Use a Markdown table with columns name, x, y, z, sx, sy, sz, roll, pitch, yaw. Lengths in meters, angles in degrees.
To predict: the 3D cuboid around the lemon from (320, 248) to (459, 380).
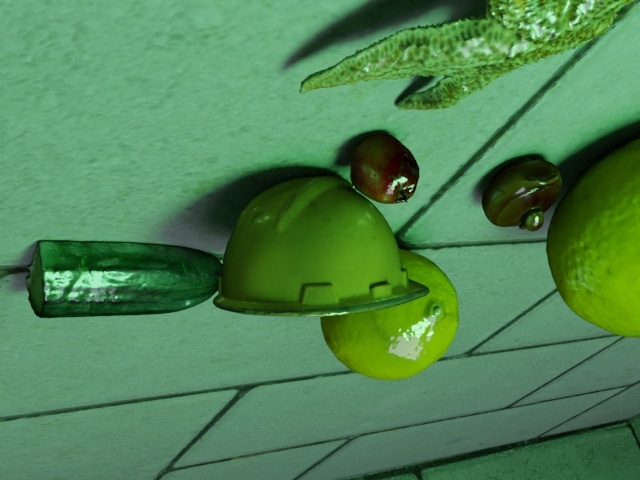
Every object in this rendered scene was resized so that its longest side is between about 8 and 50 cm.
| name | x | y | z | sx | sy | sz | roll | pitch | yaw |
| --- | --- | --- | --- | --- | --- | --- | --- | --- | --- |
| lemon | 0.093 | 0.097 | 1.196 | 0.178 | 0.178 | 0.203 | -3 | 177 | -31 |

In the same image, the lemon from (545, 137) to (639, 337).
| name | x | y | z | sx | sy | sz | roll | pitch | yaw |
| --- | --- | --- | --- | --- | --- | --- | --- | --- | --- |
| lemon | 0.426 | -0.006 | 1.135 | 0.284 | 0.260 | 0.260 | -27 | 155 | 21 |

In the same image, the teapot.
| name | x | y | z | sx | sy | sz | roll | pitch | yaw |
| --- | --- | --- | --- | --- | --- | --- | --- | --- | --- |
| teapot | 0.255 | -0.051 | 1.118 | 0.098 | 0.078 | 0.129 | -11 | 155 | -16 |

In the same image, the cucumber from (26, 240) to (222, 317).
| name | x | y | z | sx | sy | sz | roll | pitch | yaw |
| --- | --- | --- | --- | --- | --- | --- | --- | --- | --- |
| cucumber | -0.214 | 0.052 | 1.037 | 0.244 | 0.063 | 0.115 | -2 | 152 | -36 |

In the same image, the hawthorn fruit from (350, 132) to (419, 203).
| name | x | y | z | sx | sy | sz | roll | pitch | yaw |
| --- | --- | --- | --- | --- | --- | --- | --- | --- | --- |
| hawthorn fruit | 0.069 | -0.074 | 0.947 | 0.077 | 0.077 | 0.077 | -15 | 156 | -7 |

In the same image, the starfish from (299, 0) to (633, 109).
| name | x | y | z | sx | sy | sz | roll | pitch | yaw |
| --- | --- | --- | --- | --- | --- | --- | --- | --- | --- |
| starfish | 0.173 | -0.184 | 0.759 | 0.347 | 0.078 | 0.358 | -17 | 165 | -22 |

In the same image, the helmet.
| name | x | y | z | sx | sy | sz | roll | pitch | yaw |
| --- | --- | --- | --- | --- | --- | --- | --- | --- | --- |
| helmet | 0.000 | 0.000 | 0.976 | 0.205 | 0.140 | 0.257 | 4 | -171 | 44 |
